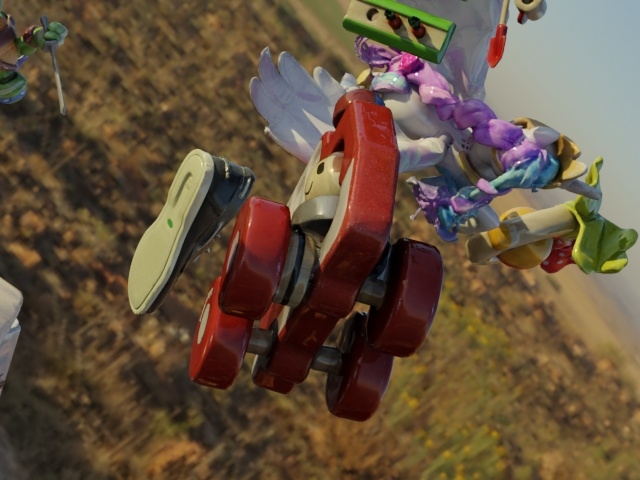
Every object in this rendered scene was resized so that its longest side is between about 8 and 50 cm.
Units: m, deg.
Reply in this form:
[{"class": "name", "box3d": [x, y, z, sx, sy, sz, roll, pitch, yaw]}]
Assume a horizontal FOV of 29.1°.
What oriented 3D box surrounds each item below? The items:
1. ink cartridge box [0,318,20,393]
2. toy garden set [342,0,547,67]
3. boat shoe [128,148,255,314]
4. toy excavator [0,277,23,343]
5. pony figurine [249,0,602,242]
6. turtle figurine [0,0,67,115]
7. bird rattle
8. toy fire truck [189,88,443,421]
[{"class": "ink cartridge box", "box3d": [-0.464, 0.144, 1.549, 0.139, 0.191, 0.082, 42, 38, 25]}, {"class": "toy garden set", "box3d": [0.154, -0.290, 1.196, 0.204, 0.244, 0.049, 24, 2, 20]}, {"class": "boat shoe", "box3d": [-0.155, 0.001, 1.433, 0.079, 0.233, 0.084, 11, 35, -36]}, {"class": "toy excavator", "box3d": [-0.487, 0.211, 1.285, 0.222, 0.433, 0.445, 38, -14, -19]}, {"class": "pony figurine", "box3d": [0.114, -0.140, 1.346, 0.351, 0.303, 0.363, 39, -10, -6]}, {"class": "turtle figurine", "box3d": [-0.465, -0.288, 1.704, 0.275, 0.198, 0.266, -74, 150, -56]}, {"class": "bird rattle", "box3d": [0.284, -0.017, 1.589, 0.253, 0.207, 0.143, 163, -84, -79]}, {"class": "toy fire truck", "box3d": [0.000, 0.000, 1.101, 0.169, 0.302, 0.254, 14, 53, -10]}]
